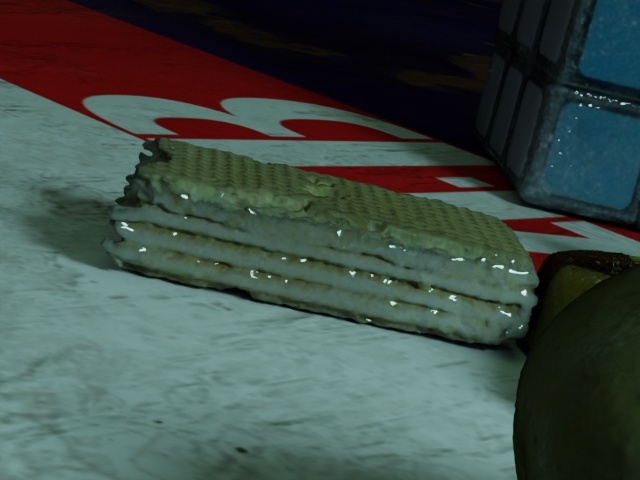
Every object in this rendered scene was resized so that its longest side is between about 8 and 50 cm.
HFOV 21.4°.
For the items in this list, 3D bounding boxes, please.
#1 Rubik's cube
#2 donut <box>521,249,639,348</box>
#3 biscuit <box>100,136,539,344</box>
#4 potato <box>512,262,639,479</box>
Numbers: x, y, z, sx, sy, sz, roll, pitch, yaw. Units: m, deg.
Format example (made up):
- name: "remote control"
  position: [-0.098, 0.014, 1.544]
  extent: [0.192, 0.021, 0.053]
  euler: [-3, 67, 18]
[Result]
- name: "Rubik's cube"
  position: [0.322, -0.169, 1.454]
  extent: [0.301, 0.305, 0.304]
  euler: [11, 12, -7]
- name: "donut"
  position: [0.180, 0.045, 0.956]
  extent: [0.141, 0.059, 0.140]
  euler: [11, 11, -2]
- name: "biscuit"
  position: [0.000, 0.000, 0.940]
  extent: [0.239, 0.061, 0.108]
  euler: [12, 14, -7]
- name: "potato"
  position: [0.166, 0.088, 0.564]
  extent: [0.235, 0.160, 0.177]
  euler: [20, 45, -43]
